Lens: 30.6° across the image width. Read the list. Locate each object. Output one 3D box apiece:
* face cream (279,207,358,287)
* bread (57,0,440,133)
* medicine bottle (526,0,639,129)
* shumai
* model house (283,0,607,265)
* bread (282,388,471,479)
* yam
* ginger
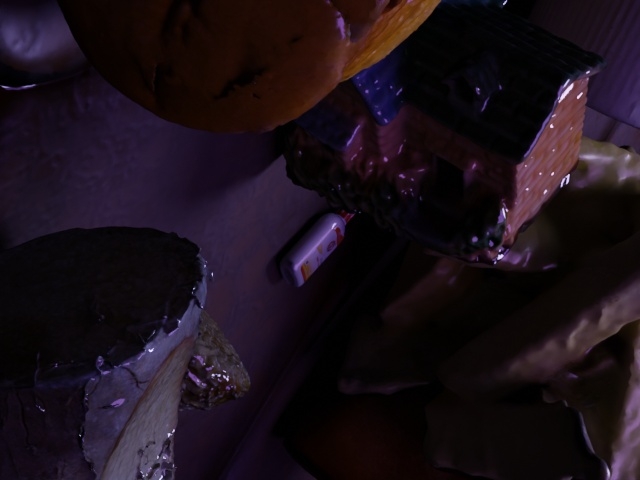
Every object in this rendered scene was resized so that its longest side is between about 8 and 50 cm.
[{"bbox_3d":[0.000,0.000,0.953,0.083,0.021,0.040,-48,155,-19],"label":"face cream"},{"bbox_3d":[-0.015,-0.181,0.513,0.269,0.195,0.143,-64,164,22],"label":"bread"},{"bbox_3d":[0.321,-0.290,0.946,0.224,0.224,0.384,-14,133,-55],"label":"medicine bottle"},{"bbox_3d":[-0.109,0.086,0.792,0.087,0.099,0.124,-40,153,3],"label":"shumai"},{"bbox_3d":[0.080,-0.107,0.778,0.166,0.183,0.172,-46,156,-24],"label":"model house"},{"bbox_3d":[0.182,0.178,1.127,0.333,0.324,0.143,-52,164,-11],"label":"bread"},{"bbox_3d":[-0.151,0.108,0.668,0.154,0.154,0.254,-33,149,-41],"label":"yam"},{"bbox_3d":[0.198,0.057,0.979,0.358,0.413,0.211,-40,166,-7],"label":"ginger"}]
